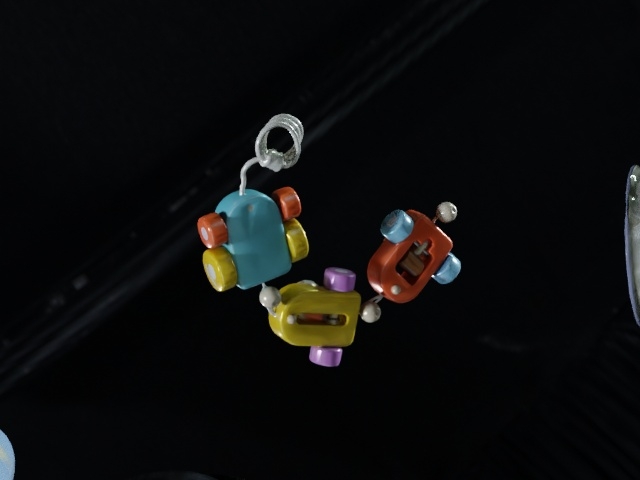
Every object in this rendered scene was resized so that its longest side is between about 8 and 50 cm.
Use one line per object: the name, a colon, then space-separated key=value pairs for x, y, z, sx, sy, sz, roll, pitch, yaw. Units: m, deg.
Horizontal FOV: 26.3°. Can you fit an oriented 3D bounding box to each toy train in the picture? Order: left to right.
toy train: x=0.000 y=0.000 z=0.804 sx=0.166 sy=0.046 sz=0.125 roll=35 pitch=-94 yaw=-32

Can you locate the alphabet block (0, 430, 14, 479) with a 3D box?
alphabet block: x=-0.193 y=0.063 z=0.245 sx=0.193 sy=0.192 sz=0.197 roll=-46 pitch=-78 yaw=-4

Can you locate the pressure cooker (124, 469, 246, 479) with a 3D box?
pressure cooker: x=-0.068 y=0.366 z=0.978 sx=0.370 sy=0.375 sz=0.420 roll=-46 pitch=-49 yaw=8

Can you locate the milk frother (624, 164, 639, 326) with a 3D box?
milk frother: x=0.224 y=0.037 z=0.671 sx=0.135 sy=0.143 sz=0.129 roll=-3 pitch=-44 yaw=22
